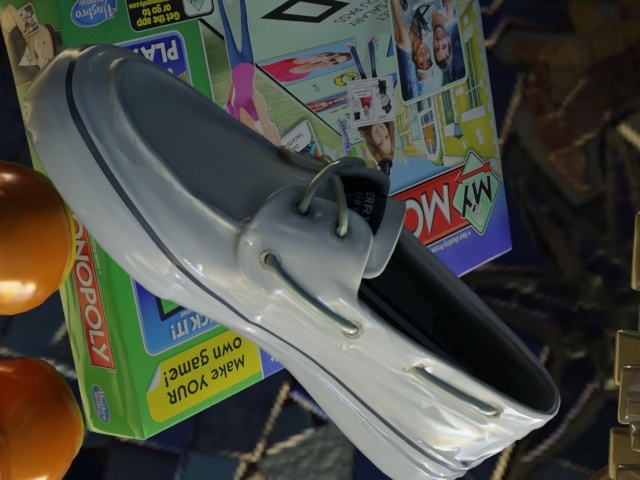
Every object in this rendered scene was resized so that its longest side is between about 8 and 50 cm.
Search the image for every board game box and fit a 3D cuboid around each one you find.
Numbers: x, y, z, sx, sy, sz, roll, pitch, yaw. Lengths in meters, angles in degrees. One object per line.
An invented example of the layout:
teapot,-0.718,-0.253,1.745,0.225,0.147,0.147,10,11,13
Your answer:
board game box,-0.012,-0.052,0.710,0.317,0.046,0.213,-24,109,-46

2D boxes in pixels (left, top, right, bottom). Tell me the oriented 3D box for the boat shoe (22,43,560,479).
boat shoe,0.000,0.000,0.480,0.226,0.076,0.083,41,38,-25

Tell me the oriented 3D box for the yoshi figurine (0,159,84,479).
yoshi figurine,-0.247,0.080,0.405,0.203,0.203,0.362,50,35,4

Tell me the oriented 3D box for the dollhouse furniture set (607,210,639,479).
dollhouse furniture set,0.250,0.115,0.781,0.262,0.135,0.259,-66,156,-68

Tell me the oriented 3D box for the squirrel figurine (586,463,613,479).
squirrel figurine,0.354,0.389,1.233,0.281,0.397,0.370,111,-45,-82
